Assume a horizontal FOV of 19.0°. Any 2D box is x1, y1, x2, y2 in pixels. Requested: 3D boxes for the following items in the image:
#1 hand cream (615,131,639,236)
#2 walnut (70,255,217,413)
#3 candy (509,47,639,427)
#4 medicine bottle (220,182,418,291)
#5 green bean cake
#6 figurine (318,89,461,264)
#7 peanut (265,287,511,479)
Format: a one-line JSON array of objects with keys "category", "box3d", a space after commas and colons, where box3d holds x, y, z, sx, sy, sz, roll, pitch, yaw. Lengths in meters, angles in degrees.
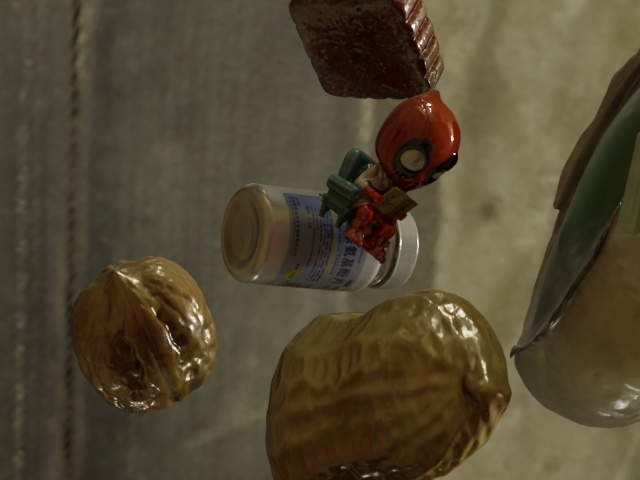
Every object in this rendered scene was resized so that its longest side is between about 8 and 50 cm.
[{"category": "hand cream", "box3d": [0.291, -0.010, 1.202, 0.050, 0.205, 0.078, -55, 156, -52]}, {"category": "walnut", "box3d": [-0.194, 0.099, 2.073, 0.155, 0.155, 0.184, -42, 139, -25]}, {"category": "candy", "box3d": [0.305, -0.004, 1.745, 0.186, 0.427, 0.386, 23, 72, -7]}, {"category": "medicine bottle", "box3d": [0.000, 0.000, 1.956, 0.187, 0.103, 0.102, 6, 102, -31]}, {"category": "green bean cake", "box3d": [0.048, -0.206, 1.911, 0.056, 0.136, 0.135, -61, 141, -35]}, {"category": "figurine", "box3d": [0.061, -0.058, 1.530, 0.068, 0.075, 0.140, 31, 97, -44]}, {"category": "peanut", "box3d": [0.055, 0.136, 1.642, 0.110, 0.233, 0.196, 38, 45, -37]}]
